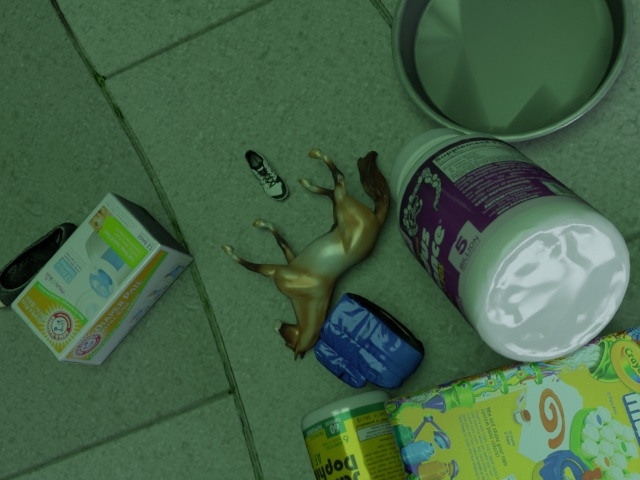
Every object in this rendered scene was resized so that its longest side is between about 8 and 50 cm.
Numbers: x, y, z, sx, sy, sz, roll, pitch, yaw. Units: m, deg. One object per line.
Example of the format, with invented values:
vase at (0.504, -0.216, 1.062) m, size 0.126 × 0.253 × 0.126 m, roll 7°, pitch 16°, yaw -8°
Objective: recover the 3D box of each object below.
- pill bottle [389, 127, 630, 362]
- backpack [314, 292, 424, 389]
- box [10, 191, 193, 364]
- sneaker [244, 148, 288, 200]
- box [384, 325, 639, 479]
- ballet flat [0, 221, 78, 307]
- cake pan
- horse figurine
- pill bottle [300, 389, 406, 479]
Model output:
pill bottle at (0.181, -0.015, 0.940) m, size 0.169 × 0.169 × 0.301 m, roll -41°, pitch 29°, yaw 5°
backpack at (0.060, 0.131, 1.052) m, size 0.120 × 0.098 × 0.101 m, roll 34°, pitch 95°, yaw 7°
box at (-0.289, 0.055, 1.161) m, size 0.114 × 0.103 × 0.203 m, roll 43°, pitch 93°, yaw 19°
sneaker at (-0.076, -0.087, 1.162) m, size 0.032 × 0.037 × 0.083 m, roll -41°, pitch 73°, yaw 3°
box at (0.253, 0.274, 0.923) m, size 0.279 × 0.177 × 0.290 m, roll -18°, pitch 74°, yaw 12°
ballet flat at (-0.413, 0.031, 1.230) m, size 0.173 × 0.049 × 0.057 m, roll -41°, pitch 71°, yaw 5°
cake pan at (0.237, -0.258, 1.095) m, size 0.293 × 0.054 × 0.293 m, roll -3°, pitch 78°, yaw 15°
horse figurine at (0.000, 0.000, 1.108) m, size 0.263 × 0.066 × 0.174 m, roll -46°, pitch 70°, yaw 4°
pill bottle at (0.059, 0.289, 1.001) m, size 0.117 × 0.117 × 0.208 m, roll -22°, pitch 71°, yaw 11°
